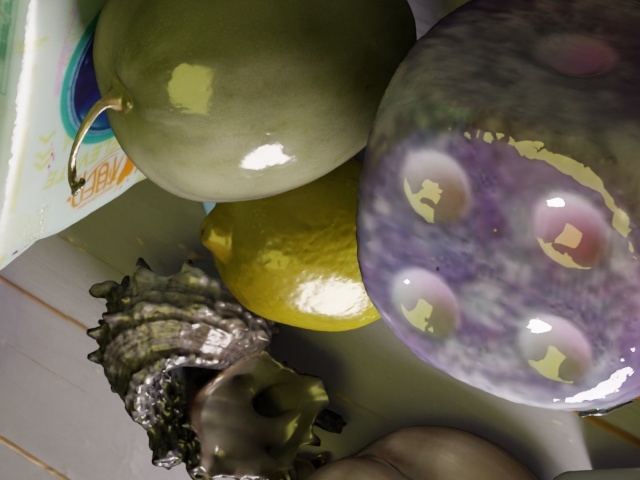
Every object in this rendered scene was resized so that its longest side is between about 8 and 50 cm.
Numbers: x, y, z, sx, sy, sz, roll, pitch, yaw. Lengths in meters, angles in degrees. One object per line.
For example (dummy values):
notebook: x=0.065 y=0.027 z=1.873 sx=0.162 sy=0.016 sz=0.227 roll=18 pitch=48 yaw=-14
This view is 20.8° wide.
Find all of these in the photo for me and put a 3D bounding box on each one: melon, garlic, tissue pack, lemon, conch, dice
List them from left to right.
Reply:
tissue pack: x=-0.254 y=-0.193 z=1.681 sx=0.162 sy=0.287 sz=0.388 roll=34 pitch=132 yaw=19
conch: x=-0.114 y=0.133 z=1.890 sx=0.313 sy=0.186 sz=0.240 roll=45 pitch=121 yaw=1
melon: x=-0.062 y=-0.163 z=1.554 sx=0.272 sy=0.308 sz=0.272 roll=10 pitch=106 yaw=37
lemon: x=0.000 y=0.000 z=1.701 sx=0.248 sy=0.184 sz=0.184 roll=14 pitch=138 yaw=-22
garlic: x=0.121 y=0.342 z=1.815 sx=0.340 sy=0.231 sz=0.246 roll=41 pitch=131 yaw=13
dice: x=0.203 y=-0.040 z=1.475 sx=0.270 sy=0.270 sz=0.271 roll=20 pitch=129 yaw=23

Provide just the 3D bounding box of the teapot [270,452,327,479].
teapot: x=-0.031 y=0.272 z=2.000 sx=0.110 sy=0.085 sz=0.080 roll=39 pitch=166 yaw=46

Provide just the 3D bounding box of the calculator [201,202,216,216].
calculator: x=-0.072 y=-0.039 z=1.824 sx=0.121 sy=0.039 sz=0.210 roll=0 pitch=119 yaw=36

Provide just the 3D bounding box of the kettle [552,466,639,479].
kettle: x=0.346 y=0.321 z=1.666 sx=0.236 sy=0.221 sz=0.161 roll=-10 pitch=154 yaw=35

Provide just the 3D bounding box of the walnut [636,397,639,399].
walnut: x=0.277 y=0.092 z=1.624 sx=0.207 sy=0.116 sz=0.116 roll=12 pitch=125 yaw=32
